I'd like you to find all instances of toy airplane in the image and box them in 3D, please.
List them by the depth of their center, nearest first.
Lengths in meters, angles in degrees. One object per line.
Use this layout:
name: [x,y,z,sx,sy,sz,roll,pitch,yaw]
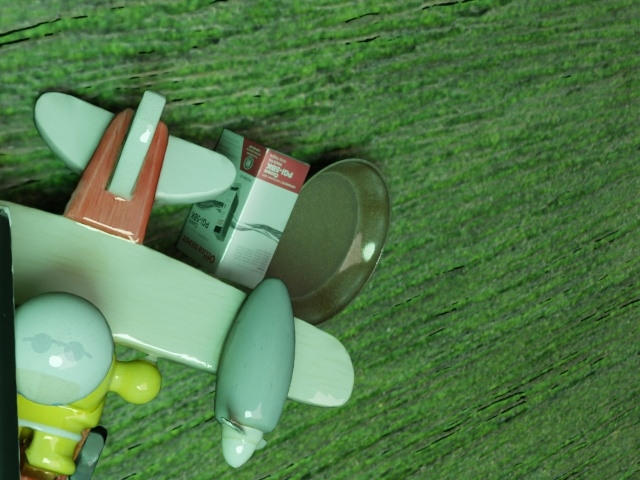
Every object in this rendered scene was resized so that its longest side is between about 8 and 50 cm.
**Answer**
toy airplane: [-0.202,0.052,0.887,0.386,0.272,0.384,-24,99,-7]

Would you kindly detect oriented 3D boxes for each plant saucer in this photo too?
plant saucer: [0.000,0.000,1.137,0.198,0.036,0.198,-29,133,-37]

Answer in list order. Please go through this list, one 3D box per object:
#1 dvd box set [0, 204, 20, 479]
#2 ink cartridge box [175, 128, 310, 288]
dvd box set: [-0.422,0.134,0.719,0.420,0.062,0.307,-2,87,-1]
ink cartridge box: [-0.080,-0.032,1.053,0.056,0.099,0.135,20,95,-36]
